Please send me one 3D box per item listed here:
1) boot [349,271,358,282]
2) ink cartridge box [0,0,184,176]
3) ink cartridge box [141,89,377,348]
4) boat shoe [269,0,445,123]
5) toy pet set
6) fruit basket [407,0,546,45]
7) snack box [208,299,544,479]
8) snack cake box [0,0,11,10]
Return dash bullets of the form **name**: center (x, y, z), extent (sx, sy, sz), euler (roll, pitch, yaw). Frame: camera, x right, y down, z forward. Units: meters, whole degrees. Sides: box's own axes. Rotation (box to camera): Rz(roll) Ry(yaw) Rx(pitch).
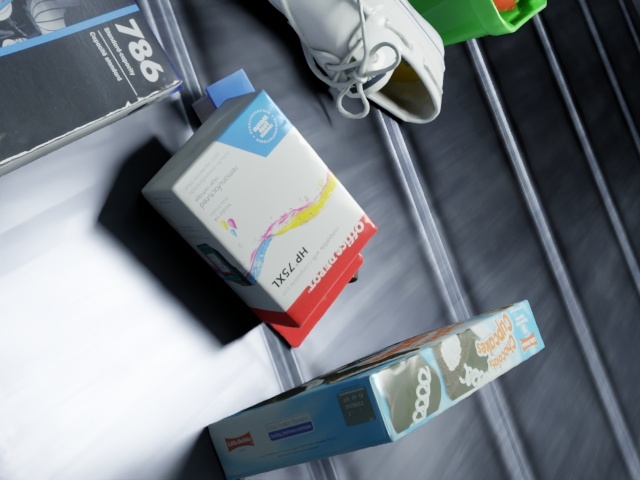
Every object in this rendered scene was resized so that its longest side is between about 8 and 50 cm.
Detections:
- **boot**: center (0.000, 0.000, 0.963), extent (0.118, 0.042, 0.087), euler (19, 50, -48)
- **ink cartridge box**: center (-0.231, -0.164, 0.728), extent (0.165, 0.065, 0.332), euler (59, 36, -10)
- **ink cartridge box**: center (-0.040, -0.012, 0.838), extent (0.231, 0.078, 0.134), euler (48, 67, -23)
- **boat shoe**: center (0.050, -0.232, 1.090), extent (0.367, 0.135, 0.157), euler (27, 54, -54)
- **toy pet set**: center (-0.071, -0.116, 0.907), extent (0.114, 0.065, 0.122), euler (61, 35, -8)
- **fruit basket**: center (0.252, -0.504, 1.289), extent (0.392, 0.392, 0.283), euler (60, 36, -9)
- **snack box**: center (0.069, 0.137, 0.842), extent (0.322, 0.187, 0.060), euler (-12, 81, -55)
- **snack cake box**: center (-0.304, -0.294, 0.620), extent (0.264, 0.089, 0.152), euler (35, 38, -14)
